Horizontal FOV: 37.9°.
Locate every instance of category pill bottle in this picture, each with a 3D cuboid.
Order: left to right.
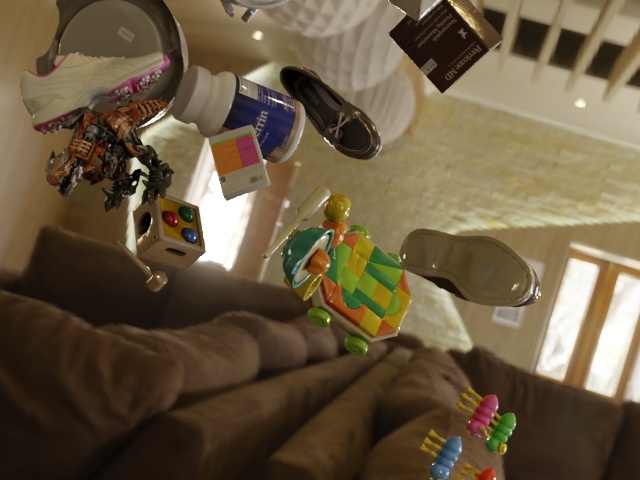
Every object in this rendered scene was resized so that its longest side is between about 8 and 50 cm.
[{"bbox_3d":[-0.179,-0.278,2.044,0.264,0.153,0.153,19,-2,-27],"label":"pill bottle"}]

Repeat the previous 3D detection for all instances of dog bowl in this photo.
[{"bbox_3d":[-0.453,-0.404,2.075,0.348,0.349,0.102,17,6,11],"label":"dog bowl"}]

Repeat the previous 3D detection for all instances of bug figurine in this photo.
[{"bbox_3d":[0.296,0.404,1.787,0.072,0.216,0.279,20,-16,39],"label":"bug figurine"}]

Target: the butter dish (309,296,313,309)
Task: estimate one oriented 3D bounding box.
[{"bbox_3d":[0.024,0.109,2.487,0.159,0.160,0.118,-12,14,-22],"label":"butter dish"}]

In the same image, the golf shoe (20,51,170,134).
[{"bbox_3d":[-0.451,-0.329,1.860,0.306,0.140,0.115,-28,-1,-22],"label":"golf shoe"}]

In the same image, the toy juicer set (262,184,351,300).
[{"bbox_3d":[0.000,0.000,1.792,0.089,0.209,0.329,34,-8,13],"label":"toy juicer set"}]

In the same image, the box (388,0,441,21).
[{"bbox_3d":[0.267,-0.601,1.999,0.094,0.275,0.113,40,-23,18],"label":"box"}]

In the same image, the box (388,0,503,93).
[{"bbox_3d":[0.311,-0.505,2.309,0.203,0.168,0.167,48,30,0],"label":"box"}]

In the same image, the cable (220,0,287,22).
[{"bbox_3d":[-0.127,-0.591,1.860,0.257,0.257,0.089,51,-5,-35],"label":"cable"}]

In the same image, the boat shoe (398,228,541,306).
[{"bbox_3d":[0.274,0.055,1.653,0.096,0.117,0.324,27,-6,-36],"label":"boat shoe"}]

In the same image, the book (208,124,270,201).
[{"bbox_3d":[-0.163,-0.158,1.874,0.096,0.144,0.035,-20,-31,5],"label":"book"}]

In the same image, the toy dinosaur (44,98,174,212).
[{"bbox_3d":[-0.393,-0.180,1.821,0.164,0.322,0.218,14,-42,54],"label":"toy dinosaur"}]

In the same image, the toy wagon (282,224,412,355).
[{"bbox_3d":[0.062,0.091,2.182,0.344,0.267,0.068,39,-32,-20],"label":"toy wagon"}]

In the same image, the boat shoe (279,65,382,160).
[{"bbox_3d":[0.013,-0.301,2.190,0.095,0.112,0.335,13,29,-50],"label":"boat shoe"}]

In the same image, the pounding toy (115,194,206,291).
[{"bbox_3d":[-0.335,0.001,1.980,0.181,0.206,0.094,21,-46,-42],"label":"pounding toy"}]
